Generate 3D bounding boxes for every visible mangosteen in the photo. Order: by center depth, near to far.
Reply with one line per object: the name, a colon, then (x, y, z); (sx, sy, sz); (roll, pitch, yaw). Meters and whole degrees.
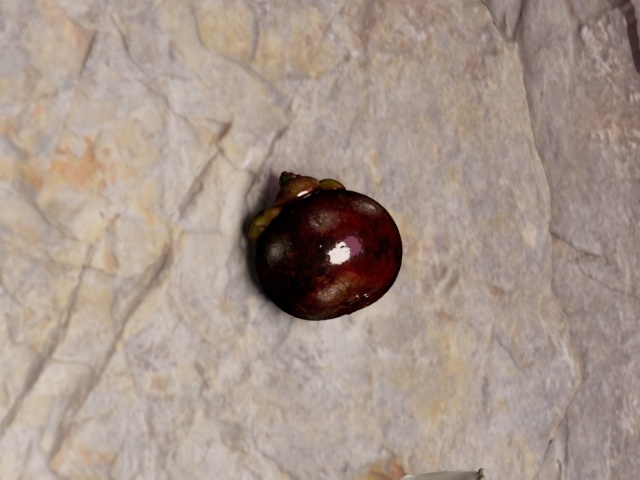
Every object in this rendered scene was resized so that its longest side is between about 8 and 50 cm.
mangosteen: (0.000, 0.000, 1.607); (0.140, 0.140, 0.140); (11, 74, -43)

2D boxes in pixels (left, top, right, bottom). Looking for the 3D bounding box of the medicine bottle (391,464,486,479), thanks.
medicine bottle: (0.086, 0.371, 1.554); (0.190, 0.190, 0.332); (-17, 93, -45)
